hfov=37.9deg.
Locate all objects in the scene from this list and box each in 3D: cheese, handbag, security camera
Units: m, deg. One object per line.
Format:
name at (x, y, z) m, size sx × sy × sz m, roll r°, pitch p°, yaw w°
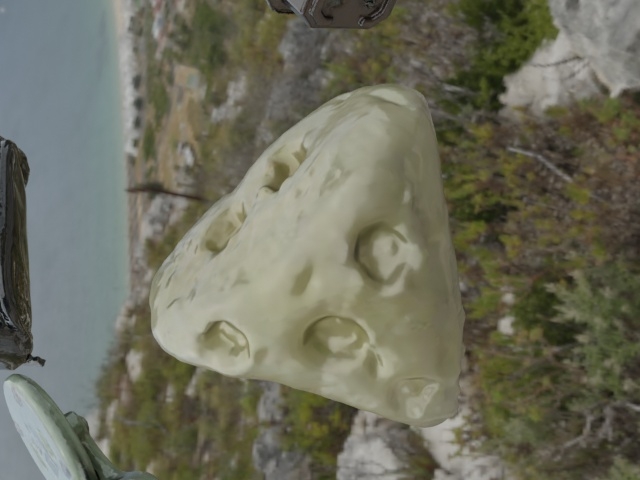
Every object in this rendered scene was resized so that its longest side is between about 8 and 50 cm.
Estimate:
cheese at (0.000, 0.000, 0.710) m, size 0.173 × 0.251 × 0.247 m, roll -91°, pitch 10°, yaw -71°
handbag at (-0.422, -0.003, 1.105) m, size 0.178 × 0.275 × 0.301 m, roll -25°, pitch 60°, yaw 34°
security camera at (-0.205, 0.243, 0.907) m, size 0.301 × 0.080 × 0.157 m, roll 48°, pitch 148°, yaw 16°

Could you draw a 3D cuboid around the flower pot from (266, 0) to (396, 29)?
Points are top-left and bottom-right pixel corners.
flower pot at (0.044, -0.333, 1.035) m, size 0.084 × 0.179 × 0.251 m, roll 61°, pitch 142°, yaw 31°
